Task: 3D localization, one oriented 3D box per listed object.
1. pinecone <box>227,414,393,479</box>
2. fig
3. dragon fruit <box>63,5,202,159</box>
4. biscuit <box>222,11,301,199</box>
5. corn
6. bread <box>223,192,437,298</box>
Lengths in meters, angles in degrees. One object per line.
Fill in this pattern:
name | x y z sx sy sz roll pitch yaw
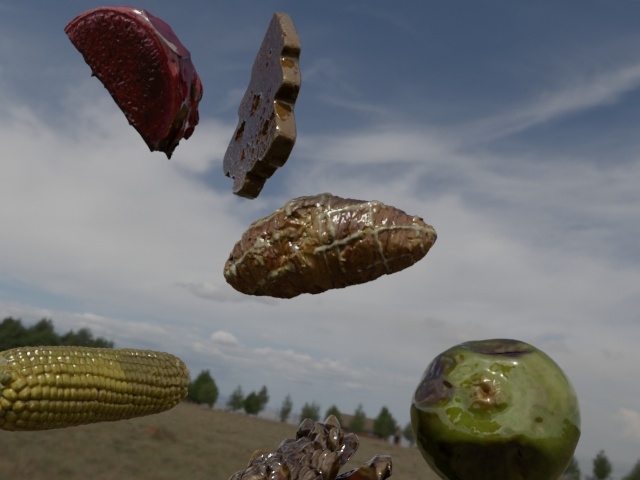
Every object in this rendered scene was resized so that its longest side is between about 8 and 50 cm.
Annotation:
pinecone | 0.002 0.477 0.967 0.385 0.384 0.384 10 -14 3
fig | 0.261 0.269 0.989 0.240 0.239 0.271 3 -25 26
dragon fruit | -0.264 -0.264 1.054 0.163 0.261 0.189 -30 -6 -35
biscuit | -0.079 -0.211 1.039 0.043 0.301 0.278 13 -1 -23
corn | -0.407 0.257 1.174 0.144 0.143 0.387 -2 -11 39
bread | 0.000 0.000 0.684 0.233 0.104 0.076 -9 -30 13
